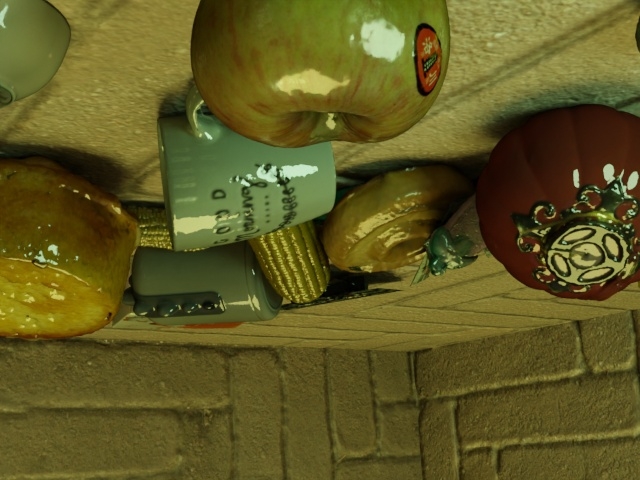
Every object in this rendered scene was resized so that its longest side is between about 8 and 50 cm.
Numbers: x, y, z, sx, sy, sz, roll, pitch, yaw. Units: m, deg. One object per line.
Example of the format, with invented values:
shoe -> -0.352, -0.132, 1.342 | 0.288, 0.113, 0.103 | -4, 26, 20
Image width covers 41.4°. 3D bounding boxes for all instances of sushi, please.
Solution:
sushi -> 0.020, 0.134, 2.316 | 0.359, 0.064, 0.343 | -12, 173, 16

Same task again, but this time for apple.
apple -> 0.001, -0.189, 0.794 | 0.261, 0.194, 0.261 | -2, 168, 0

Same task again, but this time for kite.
kite -> 0.288, -0.022, 1.533 | 0.335, 0.011, 0.314 | -38, 152, 10

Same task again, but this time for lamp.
lamp -> 0.382, -0.054, 1.251 | 0.303, 0.257, 0.303 | 5, 127, 6

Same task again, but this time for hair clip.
hair clip -> 0.328, -0.059, 1.407 | 0.359, 0.110, 0.095 | -27, 156, 5

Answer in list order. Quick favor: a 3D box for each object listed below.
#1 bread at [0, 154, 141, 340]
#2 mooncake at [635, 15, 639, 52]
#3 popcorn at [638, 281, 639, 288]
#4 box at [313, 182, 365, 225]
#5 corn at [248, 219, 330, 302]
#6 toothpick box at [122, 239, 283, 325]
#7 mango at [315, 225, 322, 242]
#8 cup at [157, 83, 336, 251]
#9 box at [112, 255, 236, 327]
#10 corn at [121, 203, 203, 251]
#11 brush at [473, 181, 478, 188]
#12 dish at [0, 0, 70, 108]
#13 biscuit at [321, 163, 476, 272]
bread -> -0.489, 0.017, 1.394 | 0.398, 0.215, 0.398 | 1, 151, 0
mooncake -> 0.423, -0.239, 0.924 | 0.125, 0.073, 0.130 | 13, 158, -38
popcorn -> 0.760, 0.027, 1.750 | 0.233, 0.192, 0.266 | -14, 137, -22
box -> 0.089, -0.055, 1.642 | 0.161, 0.042, 0.226 | -16, 161, 39
corn -> -0.064, -0.004, 1.545 | 0.131, 0.131, 0.344 | -5, 148, 8
toothpick box -> -0.249, 0.077, 1.728 | 0.316, 0.229, 0.229 | -5, 166, 12
mango -> 0.000, 0.000, 1.758 | 0.187, 0.066, 0.101 | 1, 175, 18
cup -> -0.103, -0.116, 1.165 | 0.234, 0.186, 0.258 | -9, 139, -11
box -> -0.332, 0.136, 2.118 | 0.341, 0.143, 0.225 | 2, 165, -25
corn -> -0.332, -0.028, 1.591 | 0.288, 0.086, 0.086 | 5, 164, -17
brush -> 0.294, -0.083, 1.628 | 0.070, 0.021, 0.196 | 1, 168, -17
dish -> -0.388, -0.192, 0.917 | 0.228, 0.086, 0.236 | -10, 164, 24
biscuit -> 0.146, -0.027, 1.527 | 0.296, 0.102, 0.296 | -15, 155, -7
